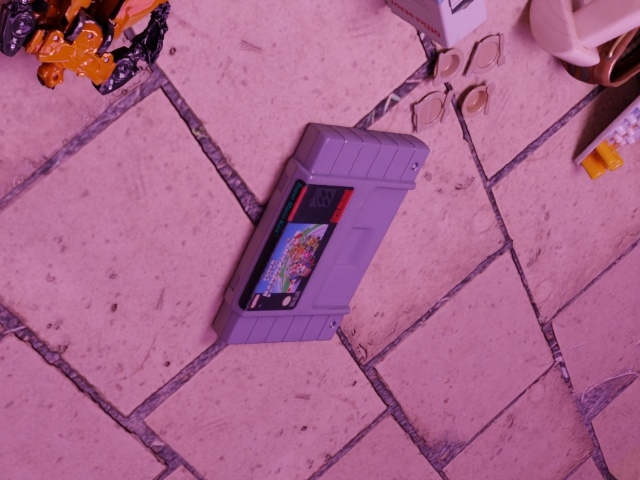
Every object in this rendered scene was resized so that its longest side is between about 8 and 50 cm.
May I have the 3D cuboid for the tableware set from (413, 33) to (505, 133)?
[{"bbox_3d":[0.205,-0.228,1.826,0.168,0.020,0.141,-18,136,-31],"label":"tableware set"}]

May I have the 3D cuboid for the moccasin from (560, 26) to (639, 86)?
[{"bbox_3d":[0.547,-0.359,1.922,0.380,0.147,0.139,-31,134,-18],"label":"moccasin"}]

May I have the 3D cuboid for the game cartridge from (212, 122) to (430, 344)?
[{"bbox_3d":[0.000,0.000,1.815,0.230,0.068,0.355,-2,126,-48],"label":"game cartridge"}]

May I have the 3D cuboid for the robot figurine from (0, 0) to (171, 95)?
[{"bbox_3d":[-0.219,-0.289,1.301,0.211,0.085,0.291,21,109,-51],"label":"robot figurine"}]

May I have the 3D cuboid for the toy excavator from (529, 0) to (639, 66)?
[{"bbox_3d":[0.508,-0.460,1.699,0.222,0.433,0.445,12,88,-49],"label":"toy excavator"}]

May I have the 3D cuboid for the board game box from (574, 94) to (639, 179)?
[{"bbox_3d":[0.659,-0.263,2.067,0.390,0.050,0.390,-23,165,-27],"label":"board game box"}]

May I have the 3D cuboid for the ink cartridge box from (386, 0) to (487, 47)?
[{"bbox_3d":[0.132,-0.344,1.552,0.072,0.127,0.175,-39,144,-13],"label":"ink cartridge box"}]
